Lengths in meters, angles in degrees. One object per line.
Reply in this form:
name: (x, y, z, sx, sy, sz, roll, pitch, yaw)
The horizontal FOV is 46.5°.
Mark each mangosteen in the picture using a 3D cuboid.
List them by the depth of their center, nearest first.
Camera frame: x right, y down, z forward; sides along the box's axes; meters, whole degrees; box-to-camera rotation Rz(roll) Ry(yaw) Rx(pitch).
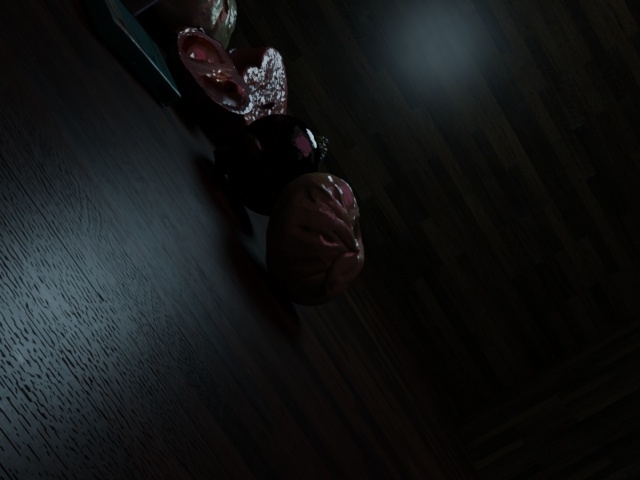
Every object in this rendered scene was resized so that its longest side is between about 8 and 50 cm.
mangosteen: (-0.110, -0.153, 1.534, 0.216, 0.216, 0.216, 58, 5, -8)

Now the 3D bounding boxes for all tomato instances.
tomato: (-0.259, -0.341, 1.595, 0.228, 0.112, 0.199, 61, 27, 9)

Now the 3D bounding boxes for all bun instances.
bun: (0.000, 0.000, 1.400, 0.259, 0.160, 0.259, -14, 106, -62)
bun: (-0.330, -0.629, 1.885, 0.365, 0.219, 0.365, 63, -1, 3)

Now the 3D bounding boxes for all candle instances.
candle: (-0.160, -0.319, 1.838, 0.317, 0.132, 0.287, -59, 144, -55)

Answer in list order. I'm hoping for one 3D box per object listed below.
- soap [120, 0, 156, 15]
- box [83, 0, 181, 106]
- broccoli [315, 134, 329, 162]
soap: (-0.406, -0.573, 1.600, 0.149, 0.100, 0.056, 58, 5, -14)
box: (-0.340, -0.359, 1.317, 0.162, 0.041, 0.229, 61, 5, 30)
broccoli: (-0.138, -0.285, 2.069, 0.361, 0.221, 0.252, 36, 14, -48)
